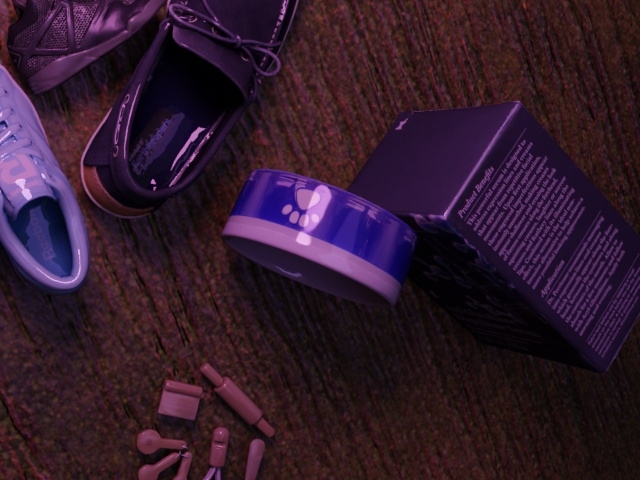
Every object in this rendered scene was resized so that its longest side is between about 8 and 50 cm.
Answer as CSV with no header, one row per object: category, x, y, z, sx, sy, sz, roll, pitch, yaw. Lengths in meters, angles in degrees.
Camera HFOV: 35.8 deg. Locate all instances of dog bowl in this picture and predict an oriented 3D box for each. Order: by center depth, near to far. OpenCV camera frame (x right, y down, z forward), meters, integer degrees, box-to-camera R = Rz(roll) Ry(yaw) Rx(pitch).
dog bowl,0.000,0.000,1.403,0.265,0.265,0.104,27,79,-28

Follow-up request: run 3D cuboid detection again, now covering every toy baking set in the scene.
toy baking set,-0.164,0.311,1.475,0.256,0.030,0.197,45,76,-24

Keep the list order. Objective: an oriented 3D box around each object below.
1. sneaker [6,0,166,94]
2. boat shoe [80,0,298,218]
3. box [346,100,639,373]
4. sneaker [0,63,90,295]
sneaker,-0.312,-0.302,1.296,0.227,0.087,0.130,-34,112,-6
boat shoe,-0.152,-0.250,1.364,0.187,0.156,0.500,36,76,-24
box,0.279,-0.005,1.539,0.395,0.293,0.212,42,74,-24
sneaker,-0.384,-0.095,1.249,0.135,0.150,0.366,-35,109,-23
